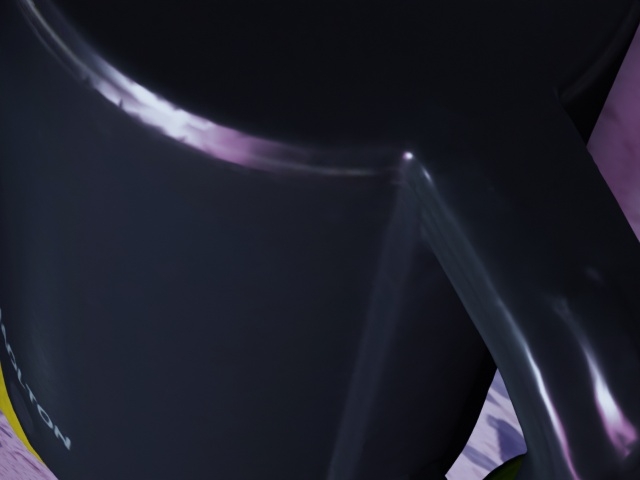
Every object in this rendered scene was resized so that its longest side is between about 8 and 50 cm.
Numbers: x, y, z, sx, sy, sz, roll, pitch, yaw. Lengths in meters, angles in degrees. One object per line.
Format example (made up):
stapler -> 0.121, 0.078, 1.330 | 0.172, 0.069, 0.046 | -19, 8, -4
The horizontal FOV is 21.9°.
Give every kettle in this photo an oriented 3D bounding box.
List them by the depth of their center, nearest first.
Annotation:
kettle -> -0.014, -0.003, 0.535 | 0.203, 0.262, 0.308 | 5, 154, -5

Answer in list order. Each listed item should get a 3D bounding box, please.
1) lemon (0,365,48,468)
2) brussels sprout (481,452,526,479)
lemon -> -0.076, 0.056, 0.847 | 0.193, 0.181, 0.180 | 16, 170, -27
brussels sprout -> 0.128, 0.204, 0.745 | 0.210, 0.219, 0.271 | 24, 174, 17
